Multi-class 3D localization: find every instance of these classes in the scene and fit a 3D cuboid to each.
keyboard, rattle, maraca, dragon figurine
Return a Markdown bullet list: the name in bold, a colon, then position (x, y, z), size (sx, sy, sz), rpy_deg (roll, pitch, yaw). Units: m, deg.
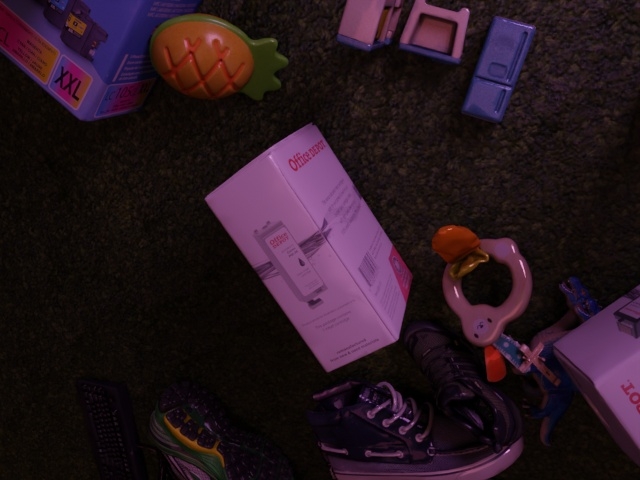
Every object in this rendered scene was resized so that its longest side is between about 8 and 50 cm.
- **keyboard**: position (-0.406, 0.436, 1.179), size (0.201, 0.033, 0.317), rpy_deg (2, 113, 16)
- **rattle**: position (0.218, 0.089, 0.746), size (0.130, 0.143, 0.200), rpy_deg (-1, 79, 16)
- **maraca**: position (-0.139, -0.246, 0.768), size (0.185, 0.099, 0.127), rpy_deg (7, 146, -16)
- **dragon figurine**: position (0.362, 0.198, 0.812), size (0.144, 0.085, 0.289), rpy_deg (-13, 106, 22)

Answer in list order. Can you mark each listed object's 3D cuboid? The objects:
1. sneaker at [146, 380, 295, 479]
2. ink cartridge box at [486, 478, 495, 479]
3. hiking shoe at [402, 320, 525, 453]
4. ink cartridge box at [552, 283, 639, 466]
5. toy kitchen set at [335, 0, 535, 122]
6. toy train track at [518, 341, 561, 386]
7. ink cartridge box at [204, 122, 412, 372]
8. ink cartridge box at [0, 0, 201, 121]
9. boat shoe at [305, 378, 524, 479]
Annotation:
- **sneaker**: position (-0.185, 0.424, 1.065), size (0.343, 0.134, 0.146), rpy_deg (43, 124, 7)
- **ink cartridge box**: position (0.192, 0.490, 0.920), size (0.278, 0.201, 0.117), rpy_deg (5, 113, 15)
- **hiking shoe**: position (0.199, 0.202, 0.816), size (0.227, 0.114, 0.086), rpy_deg (46, 105, 27)
- **ink cartridge box**: position (0.477, 0.146, 0.685), size (0.289, 0.121, 0.211), rpy_deg (-37, 100, 7)
- **toy kitchen set**: position (0.134, -0.217, 0.663), size (0.207, 0.166, 0.122), rpy_deg (19, 116, 9)
- **toy train track**: position (0.299, 0.170, 0.754), size (0.083, 0.014, 0.048), rpy_deg (43, 83, -16)
- **ink cartridge box**: position (0.000, 0.000, 0.773), size (0.117, 0.207, 0.283), rpy_deg (-30, 100, 24)
- **ink cartridge box**: position (-0.289, -0.399, 0.732), size (0.270, 0.151, 0.395), rpy_deg (40, 116, -2)
- **boat shoe**: position (0.135, 0.298, 0.898), size (0.340, 0.127, 0.158), rpy_deg (-18, 112, 23)
